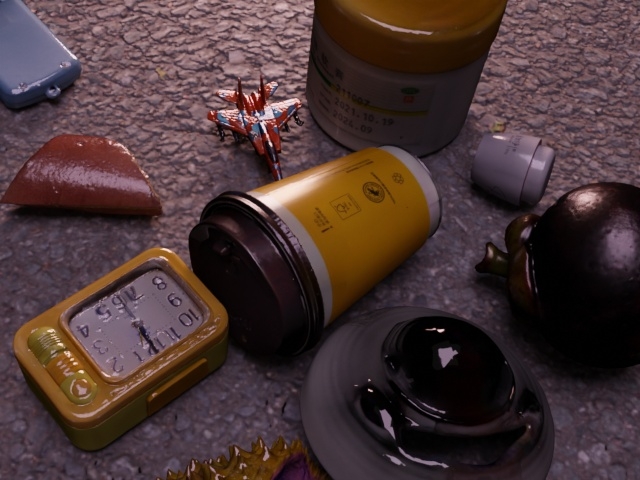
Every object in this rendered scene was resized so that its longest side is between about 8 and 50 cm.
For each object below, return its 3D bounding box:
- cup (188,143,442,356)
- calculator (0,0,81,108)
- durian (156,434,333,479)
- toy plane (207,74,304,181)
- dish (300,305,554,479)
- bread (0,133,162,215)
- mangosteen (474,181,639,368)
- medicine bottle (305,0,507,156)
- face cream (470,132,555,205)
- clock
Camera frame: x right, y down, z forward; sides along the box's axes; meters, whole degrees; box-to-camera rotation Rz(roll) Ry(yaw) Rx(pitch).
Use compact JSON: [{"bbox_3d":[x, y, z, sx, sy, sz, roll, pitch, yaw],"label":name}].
[{"bbox_3d":[0.000,0.000,1.033,0.279,0.196,0.196,-30,63,-34],"label":"cup"},{"bbox_3d":[-0.420,-0.259,1.243,0.121,0.039,0.210,-36,67,-25],"label":"calculator"},{"bbox_3d":[-0.121,0.291,0.858,0.186,0.154,0.261,-3,43,22],"label":"durian"},{"bbox_3d":[-0.075,-0.136,1.186,0.130,0.061,0.189,-10,61,-14],"label":"toy plane"},{"bbox_3d":[0.124,0.145,0.926,0.273,0.134,0.273,9,41,-8],"label":"dish"},{"bbox_3d":[-0.288,-0.085,1.119,0.192,0.067,0.119,2,55,-6],"label":"bread"},{"bbox_3d":[0.295,0.038,1.038,0.249,0.211,0.211,3,48,33],"label":"mangosteen"},{"bbox_3d":[0.103,-0.264,1.191,0.237,0.232,0.238,4,54,-5],"label":"medicine bottle"},{"bbox_3d":[0.249,-0.095,1.177,0.095,0.091,0.091,20,55,16],"label":"face cream"},{"bbox_3d":[-0.209,0.113,0.976,0.202,0.096,0.143,-34,62,-27],"label":"clock"}]
